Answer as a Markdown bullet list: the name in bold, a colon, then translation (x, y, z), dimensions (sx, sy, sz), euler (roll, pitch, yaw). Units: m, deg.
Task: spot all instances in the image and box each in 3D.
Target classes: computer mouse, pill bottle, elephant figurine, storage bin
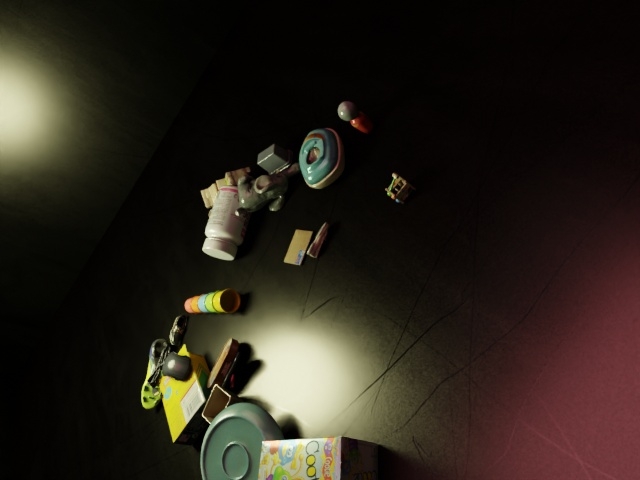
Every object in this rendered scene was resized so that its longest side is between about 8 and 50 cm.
- **computer mouse**: translation (-0.589, 0.503, 1.797), dimensions (0.262, 0.060, 0.183), euler (0, 64, 52)
- **pill bottle**: translation (-0.383, -0.072, 1.979), dimensions (0.161, 0.160, 0.282), euler (-6, 63, 46)
- **elephant figurine**: translation (-0.203, -0.204, 1.881), dimensions (0.240, 0.169, 0.185), euler (-6, 91, 29)
- **storage bin**: translation (-0.196, -0.349, 2.000), dimensions (0.135, 0.091, 0.098), euler (-24, 51, 37)

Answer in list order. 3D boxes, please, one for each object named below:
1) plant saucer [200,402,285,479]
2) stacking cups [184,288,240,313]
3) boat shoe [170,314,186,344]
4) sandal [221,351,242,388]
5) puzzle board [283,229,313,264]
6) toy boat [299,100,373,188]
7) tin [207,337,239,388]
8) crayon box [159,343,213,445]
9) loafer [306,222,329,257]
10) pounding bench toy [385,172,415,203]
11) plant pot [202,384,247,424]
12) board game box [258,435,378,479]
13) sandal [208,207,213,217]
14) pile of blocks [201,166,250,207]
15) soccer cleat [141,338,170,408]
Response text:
- **plant saucer**: translation (-0.237, 0.640, 1.383), dimensions (0.318, 0.044, 0.317), euler (-8, 74, 29)
- **stacking cups**: translation (-0.440, 0.252, 1.913), dimensions (0.316, 0.096, 0.095), euler (-13, 58, 49)
- **boat shoe**: translation (-0.608, 0.382, 2.037), dimensions (0.042, 0.049, 0.132), euler (-30, 42, 44)
- **sandal**: translation (-0.300, 0.465, 1.632), dimensions (0.179, 0.040, 0.067), euler (-63, 4, 18)
- **puzzle board**: translation (-0.077, 0.024, 1.697), dimensions (0.097, 0.011, 0.128), euler (8, 74, 49)
- **toy boat**: translation (0.034, -0.353, 1.697), dimensions (0.318, 0.148, 0.267), euler (-40, 42, 25)
- **tin**: translation (-0.345, 0.438, 1.692), dimensions (0.189, 0.040, 0.106), euler (-64, 20, -4)
- **crayon box**: translation (-0.492, 0.563, 1.767), dimensions (0.202, 0.081, 0.318), euler (-54, 39, 9)
- **loafer**: translation (0.000, 0.000, 1.611), dimensions (0.125, 0.039, 0.045), euler (-59, 5, -2)
- **pounding bench toy**: translation (0.226, -0.157, 1.411), dimensions (0.065, 0.083, 0.052), euler (-51, 39, 11)
- **plant pot**: translation (-0.303, 0.549, 1.551), dimensions (0.109, 0.096, 0.108), euler (14, 78, 50)
- **board game box**: translation (-0.009, 0.570, 1.171), dimensions (0.276, 0.144, 0.141), euler (-22, 52, 38)
- **sandal**: translation (-0.483, -0.112, 2.205), dimensions (0.072, 0.049, 0.180), euler (-56, 38, 6)
- **pile of blocks**: translation (-0.417, -0.221, 2.173), dimensions (0.362, 0.149, 0.112), euler (-19, 88, 49)
- **soccer cleat**: translation (-0.687, 0.561, 2.005), dimensions (0.121, 0.094, 0.288), euler (125, 151, -62)
